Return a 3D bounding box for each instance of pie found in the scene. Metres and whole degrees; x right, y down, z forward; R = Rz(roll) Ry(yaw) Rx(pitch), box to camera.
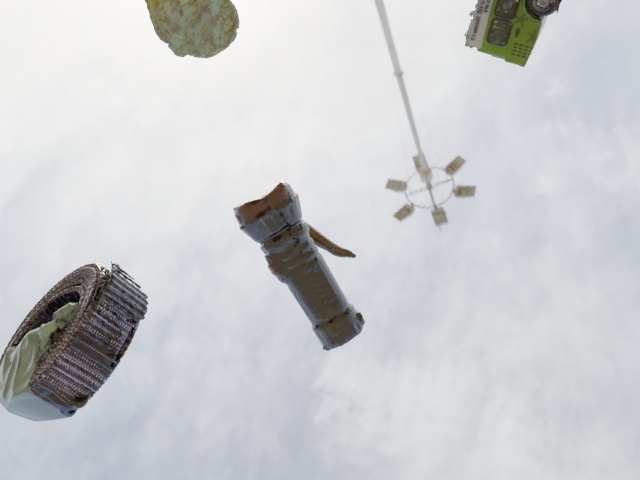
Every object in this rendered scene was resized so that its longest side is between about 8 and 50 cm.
[{"bbox_3d":[-0.308,-0.535,1.503,0.201,0.248,0.090,-44,-134,-11],"label":"pie"}]

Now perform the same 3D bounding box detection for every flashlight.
[{"bbox_3d":[-0.026,0.038,0.856,0.092,0.232,0.093,-28,-172,4],"label":"flashlight"}]

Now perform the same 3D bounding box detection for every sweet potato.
[{"bbox_3d":[0.000,0.000,0.955,0.115,0.026,0.026,33,-110,-4],"label":"sweet potato"}]

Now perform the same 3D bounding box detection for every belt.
[{"bbox_3d":[-0.428,0.168,1.078,0.324,0.122,0.260,-19,-138,40],"label":"belt"}]

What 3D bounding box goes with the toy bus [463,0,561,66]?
[{"bbox_3d":[0.267,-0.392,0.836,0.139,0.302,0.113,19,-141,16],"label":"toy bus"}]
